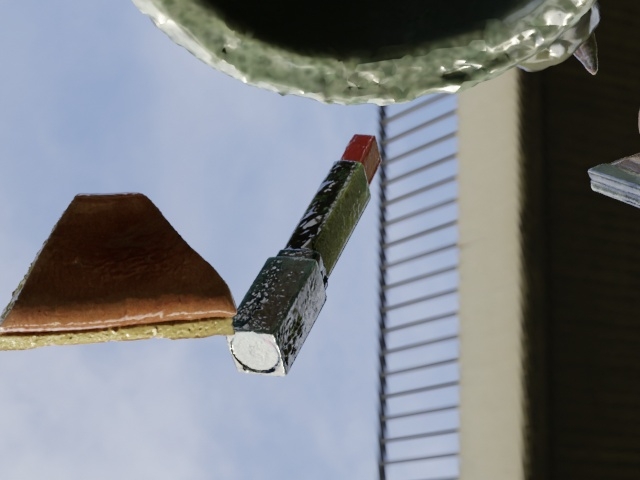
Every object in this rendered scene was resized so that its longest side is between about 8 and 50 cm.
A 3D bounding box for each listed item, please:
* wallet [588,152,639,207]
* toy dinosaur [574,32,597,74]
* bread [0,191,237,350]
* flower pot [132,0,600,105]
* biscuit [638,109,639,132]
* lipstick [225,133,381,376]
[{"bbox_3d":[0.254,-0.035,0.774,0.119,0.232,0.025,-17,-77,-8],"label":"wallet"},{"bbox_3d":[0.190,-0.278,1.159,0.077,0.162,0.294,48,-172,-51],"label":"toy dinosaur"},{"bbox_3d":[-0.162,0.024,1.050,0.192,0.067,0.119,0,-109,-23],"label":"bread"},{"bbox_3d":[0.040,-0.246,0.630,0.299,0.299,0.283,26,-136,-27],"label":"flower pot"},{"bbox_3d":[0.465,-0.211,1.520,0.301,0.049,0.197,-42,-55,-14],"label":"biscuit"},{"bbox_3d":[0.000,0.000,1.229,0.312,0.051,0.051,-60,-38,-46],"label":"lipstick"}]
